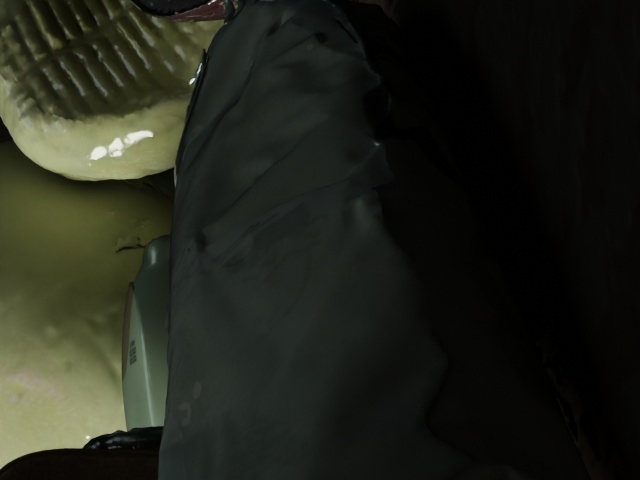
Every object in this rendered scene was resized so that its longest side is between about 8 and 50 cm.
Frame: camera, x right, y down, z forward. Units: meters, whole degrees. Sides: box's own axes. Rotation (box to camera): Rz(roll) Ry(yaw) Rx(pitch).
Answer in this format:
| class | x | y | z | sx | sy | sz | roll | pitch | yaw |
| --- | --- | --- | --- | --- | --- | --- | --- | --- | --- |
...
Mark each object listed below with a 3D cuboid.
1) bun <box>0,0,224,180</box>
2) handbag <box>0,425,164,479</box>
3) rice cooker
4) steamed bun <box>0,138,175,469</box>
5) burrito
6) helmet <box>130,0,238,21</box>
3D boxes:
| class | x | y | z | sx | sy | sz | roll | pitch | yaw |
| --- | --- | --- | --- | --- | --- | --- | --- | --- | --- |
| bun | -0.110 | -0.136 | 0.909 | 0.145 | 0.229 | 0.229 | 49 | -146 | -63 |
| handbag | -0.039 | 0.148 | 0.522 | 0.072 | 0.193 | 0.151 | 101 | 172 | -66 |
| rice cooker | -0.055 | 0.089 | 0.813 | 0.145 | 0.127 | 0.206 | 146 | 127 | -77 |
| steamed bun | -0.156 | 0.073 | 1.002 | 0.233 | 0.334 | 0.312 | -40 | 24 | 15 |
| burrito | 0.000 | 0.000 | 0.519 | 0.139 | 0.101 | 0.445 | -41 | 29 | 22 |
| helmet | -0.047 | -0.203 | 0.773 | 0.153 | 0.107 | 0.177 | -19 | 75 | 32 |
